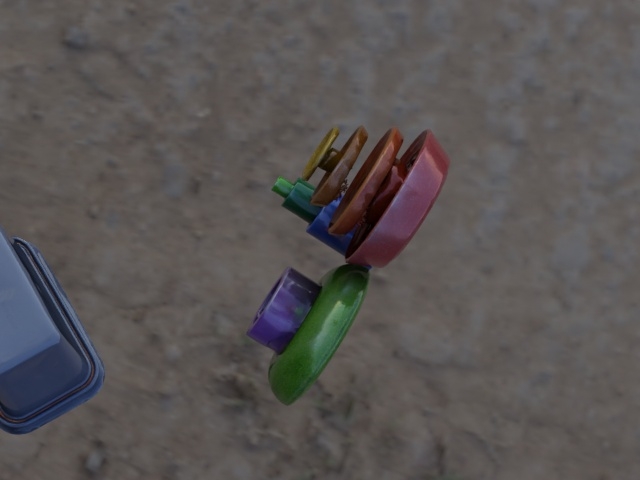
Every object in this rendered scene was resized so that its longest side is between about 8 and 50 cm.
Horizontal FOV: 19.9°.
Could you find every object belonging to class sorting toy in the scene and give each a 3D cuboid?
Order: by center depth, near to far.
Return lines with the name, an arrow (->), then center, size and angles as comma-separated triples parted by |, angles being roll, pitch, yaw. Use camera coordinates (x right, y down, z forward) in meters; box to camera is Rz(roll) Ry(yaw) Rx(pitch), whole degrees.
sorting toy -> 0.000, 0.000, 0.579 | 0.042, 0.061, 0.102 | 32, 110, -5

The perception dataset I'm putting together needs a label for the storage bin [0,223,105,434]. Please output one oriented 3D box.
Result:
storage bin -> -0.220, 0.053, 1.236 | 0.098, 0.091, 0.135 | -29, 69, -8
